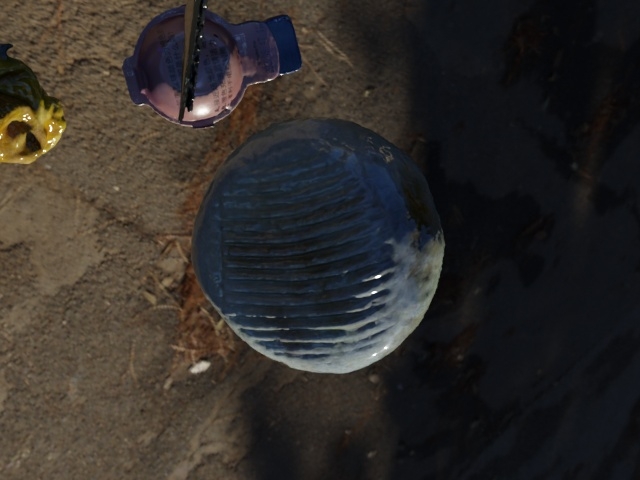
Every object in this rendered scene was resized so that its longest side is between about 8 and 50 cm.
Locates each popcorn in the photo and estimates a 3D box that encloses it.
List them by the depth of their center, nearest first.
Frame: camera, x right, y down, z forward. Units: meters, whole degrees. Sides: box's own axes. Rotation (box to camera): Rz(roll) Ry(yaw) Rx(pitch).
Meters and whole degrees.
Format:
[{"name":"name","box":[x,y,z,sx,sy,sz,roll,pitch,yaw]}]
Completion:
[{"name":"popcorn","box":[-0.676,-0.269,1.579,0.297,0.316,0.281,8,113,-25]}]

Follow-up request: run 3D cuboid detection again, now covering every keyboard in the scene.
[{"name":"keyboard","box":[-0.076,-0.180,0.506,0.015,0.074,0.197,5,119,-15]}]

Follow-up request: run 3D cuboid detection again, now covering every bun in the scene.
[{"name":"bun","box":[0.000,0.000,1.065,0.211,0.361,0.362,-49,149,-60]}]

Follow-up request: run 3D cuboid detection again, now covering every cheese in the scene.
[{"name":"cheese","box":[-0.164,-0.279,1.203,0.286,0.074,0.189,-21,106,-19]}]
